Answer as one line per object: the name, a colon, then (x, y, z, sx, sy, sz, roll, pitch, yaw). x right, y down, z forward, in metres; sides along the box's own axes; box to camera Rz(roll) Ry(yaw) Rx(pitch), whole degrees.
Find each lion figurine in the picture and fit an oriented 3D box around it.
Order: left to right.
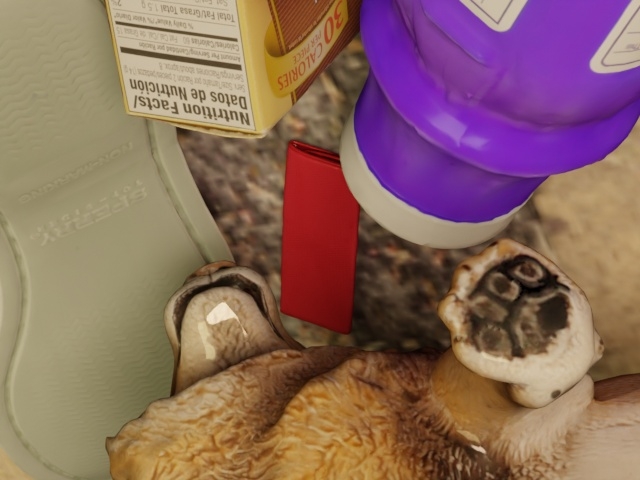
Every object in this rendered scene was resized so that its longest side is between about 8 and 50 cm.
lion figurine: (0.125, 0.071, 0.489, 0.392, 0.142, 0.240, 3, 165, 1)

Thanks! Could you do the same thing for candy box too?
candy box: (-0.024, -0.137, 0.466, 0.053, 0.109, 0.186, 12, 130, 23)

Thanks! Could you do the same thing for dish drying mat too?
dish drying mat: (0.000, 0.000, 0.628, 0.032, 0.008, 0.083, 18, 132, 17)

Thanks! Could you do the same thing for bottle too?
bottle: (0.076, -0.094, 0.434, 0.092, 0.118, 0.283, 43, 147, 9)

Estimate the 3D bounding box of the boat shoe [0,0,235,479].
boat shoe: (-0.099, -0.016, 0.617, 0.091, 0.114, 0.302, 56, 157, 36)
